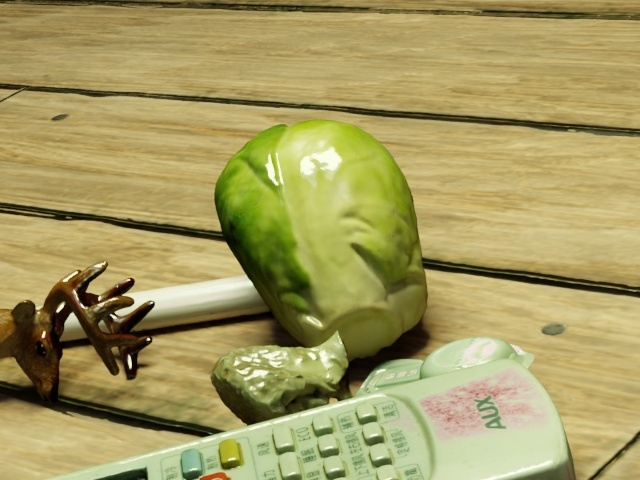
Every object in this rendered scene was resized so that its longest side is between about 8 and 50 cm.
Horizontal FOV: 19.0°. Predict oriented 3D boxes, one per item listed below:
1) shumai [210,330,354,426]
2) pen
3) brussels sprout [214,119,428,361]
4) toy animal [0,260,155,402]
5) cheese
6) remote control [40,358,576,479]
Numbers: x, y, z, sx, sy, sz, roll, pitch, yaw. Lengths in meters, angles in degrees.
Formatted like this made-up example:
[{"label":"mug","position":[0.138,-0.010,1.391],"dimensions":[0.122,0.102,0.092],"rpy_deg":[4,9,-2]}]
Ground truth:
[{"label":"shumai","position":[-0.018,0.084,1.205],"dimensions":[0.082,0.083,0.080],"rpy_deg":[37,74,18]},{"label":"pen","position":[-0.159,0.055,1.417],"dimensions":[0.269,0.033,0.033],"rpy_deg":[-9,23,11]},{"label":"brussels sprout","position":[-0.001,-0.007,1.316],"dimensions":[0.131,0.145,0.183],"rpy_deg":[-14,27,-13]},{"label":"toy animal","position":[-0.268,0.042,1.385],"dimensions":[0.260,0.087,0.243],"rpy_deg":[-29,52,-1]},{"label":"cheese","position":[0.079,0.084,1.220],"dimensions":[0.121,0.026,0.067],"rpy_deg":[-10,22,31]},{"label":"remote control","position":[-0.027,0.152,1.097],"dimensions":[0.344,0.050,0.145],"rpy_deg":[-15,23,-3]}]
